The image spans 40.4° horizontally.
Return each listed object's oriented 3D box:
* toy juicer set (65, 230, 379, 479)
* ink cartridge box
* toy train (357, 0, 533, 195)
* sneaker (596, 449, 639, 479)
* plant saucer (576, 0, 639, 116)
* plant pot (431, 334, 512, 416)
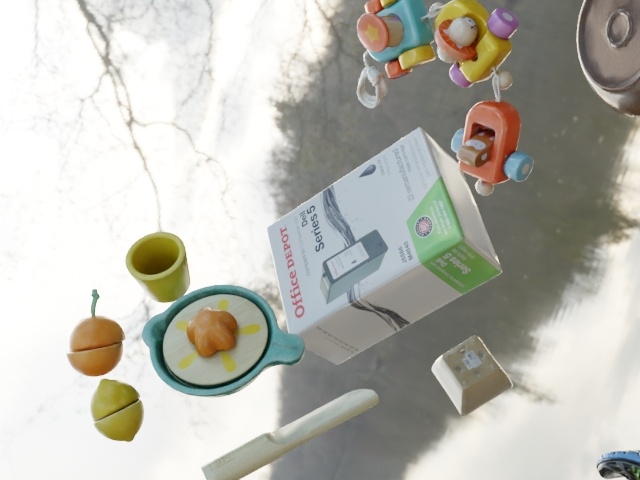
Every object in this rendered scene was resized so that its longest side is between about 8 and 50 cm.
[{"bbox_3d":[-0.132,0.129,0.884,0.209,0.329,0.089,-44,-33,-24],"label":"toy juicer set"},{"bbox_3d":[0.075,0.012,1.170,0.273,0.115,0.198,-32,49,22],"label":"ink cartridge box"},{"bbox_3d":[0.074,-0.106,0.594,0.046,0.166,0.125,-18,-50,-38],"label":"toy train"},{"bbox_3d":[0.460,0.335,1.220,0.188,0.067,0.078,-13,74,61],"label":"sneaker"},{"bbox_3d":[0.351,-0.240,0.987,0.199,0.036,0.198,176,90,-69],"label":"plant saucer"},{"bbox_3d":[0.266,0.230,1.543,0.109,0.109,0.096,-31,-28,-3],"label":"plant pot"}]
